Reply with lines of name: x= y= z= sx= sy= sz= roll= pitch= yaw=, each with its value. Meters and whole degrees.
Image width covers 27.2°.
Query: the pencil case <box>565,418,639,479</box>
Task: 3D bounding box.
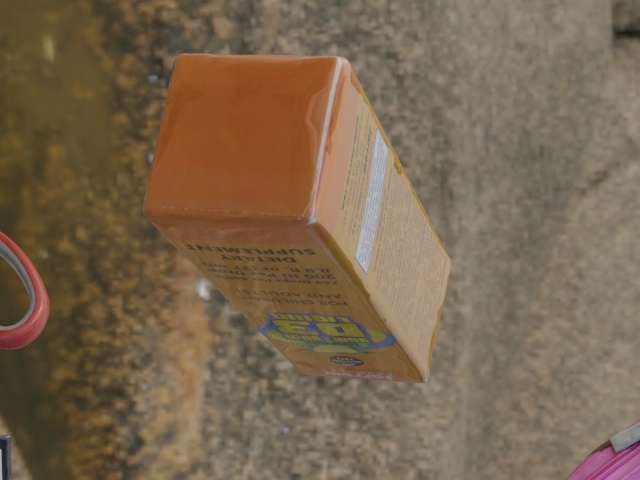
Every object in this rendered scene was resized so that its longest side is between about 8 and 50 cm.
pencil case: x=0.139 y=0.169 z=0.698 sx=0.209 sy=0.095 sz=0.098 roll=-40 pitch=126 yaw=-6

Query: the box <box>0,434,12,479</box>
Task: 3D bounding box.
box: x=-0.427 y=0.244 z=1.231 sx=0.184 sy=0.261 sz=0.103 roll=147 pitch=-59 yaw=-69

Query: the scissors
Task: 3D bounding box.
scissors: x=-0.281 y=-0.021 z=0.856 sx=0.109 sy=0.297 sz=0.021 roll=-33 pitch=147 yaw=-16

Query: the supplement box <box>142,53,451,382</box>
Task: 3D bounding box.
supplement box: x=0.000 y=0.000 z=0.617 sx=0.233 sy=0.078 sz=0.080 roll=50 pitch=45 yaw=-64
